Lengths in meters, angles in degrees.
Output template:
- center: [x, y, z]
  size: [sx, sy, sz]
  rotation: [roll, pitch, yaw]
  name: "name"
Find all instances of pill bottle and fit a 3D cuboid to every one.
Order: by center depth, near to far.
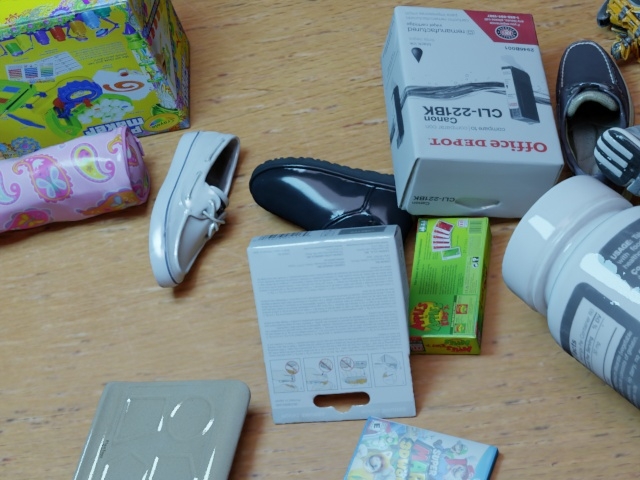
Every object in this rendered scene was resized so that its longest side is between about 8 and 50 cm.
- center: [0.392, 0.087, 1.660]
  size: [0.204, 0.204, 0.361]
  rotation: [-40, 55, -13]
  name: "pill bottle"

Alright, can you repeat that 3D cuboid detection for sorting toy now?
- center: [-0.198, 0.262, 1.799]
  size: [0.208, 0.038, 0.193]
  rotation: [-2, 55, 26]
  name: "sorting toy"

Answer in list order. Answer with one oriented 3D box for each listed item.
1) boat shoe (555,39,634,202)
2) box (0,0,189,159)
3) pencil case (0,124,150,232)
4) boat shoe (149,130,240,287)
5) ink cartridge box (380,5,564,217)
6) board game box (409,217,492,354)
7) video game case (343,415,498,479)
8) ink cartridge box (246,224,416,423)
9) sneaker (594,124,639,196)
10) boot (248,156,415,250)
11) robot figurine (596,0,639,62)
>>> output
- center: [0.361, -0.164, 1.918]
  size: [0.103, 0.092, 0.285]
  rotation: [-5, 55, 13]
  name: "boat shoe"
- center: [-0.366, -0.284, 2.097]
  size: [0.290, 0.279, 0.177]
  rotation: [-10, 54, 8]
  name: "box"
- center: [-0.388, -0.079, 2.060]
  size: [0.284, 0.124, 0.124]
  rotation: [-13, 53, 9]
  name: "pencil case"
- center: [-0.168, -0.050, 1.990]
  size: [0.084, 0.095, 0.258]
  rotation: [-3, 56, 20]
  name: "boat shoe"
- center: [0.195, -0.171, 1.923]
  size: [0.197, 0.114, 0.273]
  rotation: [2, 54, -9]
  name: "ink cartridge box"
- center: [0.163, 0.056, 1.849]
  size: [0.092, 0.043, 0.181]
  rotation: [-1, 55, 16]
  name: "board game box"
- center: [0.114, 0.279, 1.723]
  size: [0.166, 0.015, 0.119]
  rotation: [11, 59, 23]
  name: "video game case"
- center: [0.018, 0.103, 1.793]
  size: [0.189, 0.232, 0.066]
  rotation: [-5, 18, 14]
  name: "ink cartridge box"
- center: [0.457, -0.069, 1.795]
  size: [0.132, 0.086, 0.228]
  rotation: [-24, 64, -45]
  name: "sneaker"
- center: [0.000, 0.000, 1.900]
  size: [0.246, 0.094, 0.207]
  rotation: [8, 52, 14]
  name: "boot"
- center: [0.525, -0.332, 1.995]
  size: [0.291, 0.085, 0.211]
  rotation: [-28, 52, -5]
  name: "robot figurine"
